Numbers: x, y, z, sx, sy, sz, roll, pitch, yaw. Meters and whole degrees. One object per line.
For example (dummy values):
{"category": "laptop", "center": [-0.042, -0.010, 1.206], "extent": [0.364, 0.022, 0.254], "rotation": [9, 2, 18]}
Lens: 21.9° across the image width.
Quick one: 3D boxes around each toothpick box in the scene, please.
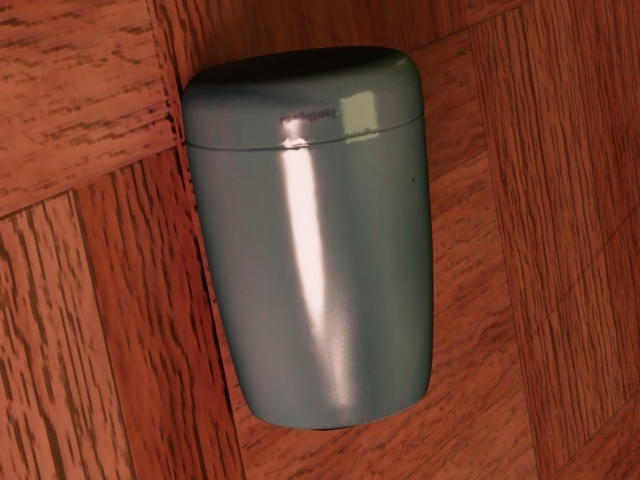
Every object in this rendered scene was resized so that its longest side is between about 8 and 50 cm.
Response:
{"category": "toothpick box", "center": [0.000, 0.000, 0.837], "extent": [0.120, 0.120, 0.184], "rotation": [-27, 113, -54]}
